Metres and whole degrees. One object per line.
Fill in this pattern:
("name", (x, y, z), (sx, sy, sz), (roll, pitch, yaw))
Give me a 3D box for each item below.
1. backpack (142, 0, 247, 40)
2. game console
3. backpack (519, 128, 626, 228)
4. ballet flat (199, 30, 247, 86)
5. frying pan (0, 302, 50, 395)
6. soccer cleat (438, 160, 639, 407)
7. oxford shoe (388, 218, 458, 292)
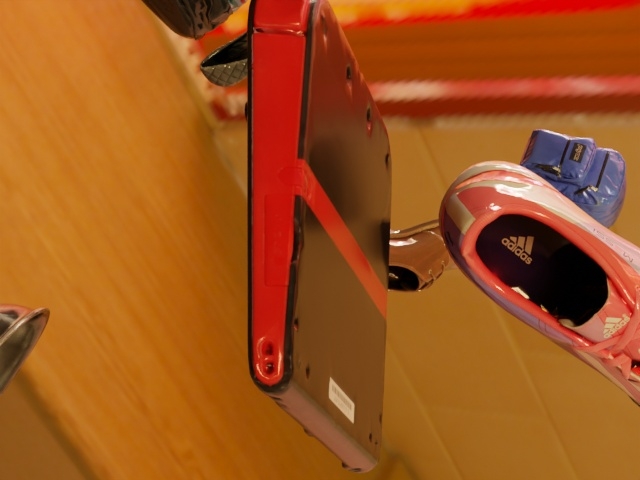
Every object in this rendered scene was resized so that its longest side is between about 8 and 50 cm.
("backpack", (-0.063, -0.398, 1.442), (0.355, 0.290, 0.273), (-45, -150, -12))
("game console", (0.000, 0.000, 1.307), (0.060, 0.386, 0.342), (0, -108, 13))
("backpack", (0.278, -0.064, 1.705), (0.120, 0.101, 0.098), (15, -119, 14))
("ballet flat", (-0.078, -0.253, 1.949), (0.173, 0.049, 0.057), (-38, -121, 18))
("frying pan", (-0.268, 0.151, 0.985), (0.326, 0.053, 0.197), (-52, 180, 40))
("soccer cleat", (0.218, 0.061, 1.056), (0.108, 0.318, 0.116), (-55, -177, 15))
("oxford shoe", (0.112, 0.025, 1.683), (0.212, 0.076, 0.076), (-7, -132, -27))
